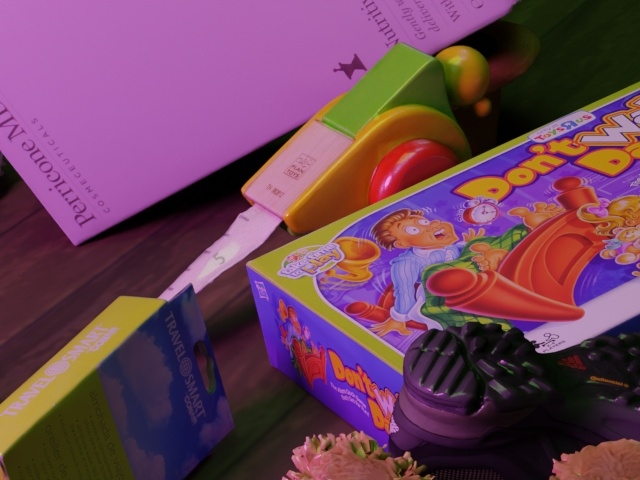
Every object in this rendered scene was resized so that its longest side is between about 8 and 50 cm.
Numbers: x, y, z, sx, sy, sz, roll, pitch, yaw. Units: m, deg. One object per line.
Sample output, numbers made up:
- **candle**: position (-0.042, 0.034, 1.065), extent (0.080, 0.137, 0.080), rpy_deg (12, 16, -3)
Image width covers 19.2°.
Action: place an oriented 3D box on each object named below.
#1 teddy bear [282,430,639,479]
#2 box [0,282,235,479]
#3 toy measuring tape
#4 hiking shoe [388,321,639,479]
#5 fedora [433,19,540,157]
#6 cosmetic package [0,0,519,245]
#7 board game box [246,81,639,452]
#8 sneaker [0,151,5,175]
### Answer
- **teddy bear**: position (0.016, 0.197, 0.824), extent (0.338, 0.113, 0.245), rpy_deg (-24, 43, -22)
- **box**: position (-0.123, 0.111, 1.059), extent (0.042, 0.109, 0.178), rpy_deg (5, 32, 33)
- **toy measuring tape**: position (0.000, 0.000, 1.255), extent (0.330, 0.121, 0.121), rpy_deg (-45, 35, -8)
- **hiking shoe**: position (0.134, 0.110, 0.974), extent (0.227, 0.114, 0.086), rpy_deg (11, 32, -17)
- **fedora**: position (0.078, -0.102, 1.403), extent (0.194, 0.079, 0.194), rpy_deg (-15, 22, 6)
- **cosmetic package**: position (-0.073, -0.186, 1.354), extent (0.385, 0.217, 0.156), rpy_deg (-30, 23, 20)
- **board game box**: position (0.163, 0.016, 1.149), extent (0.347, 0.078, 0.233), rpy_deg (-25, 30, -22)
- **sneaker**: position (-0.371, -0.054, 1.430), extent (0.293, 0.146, 0.102), rpy_deg (-33, 34, -33)
